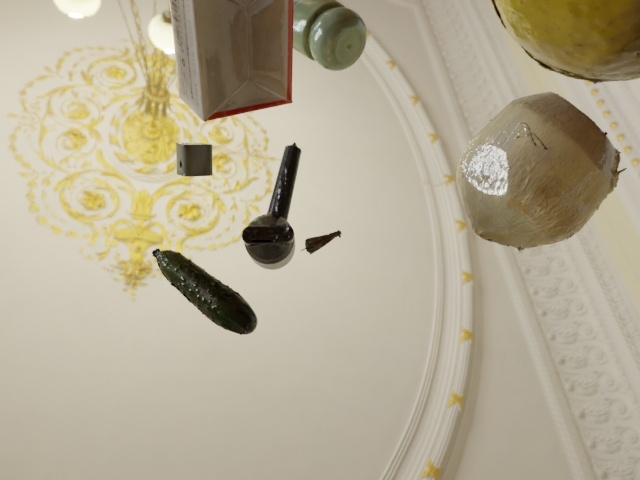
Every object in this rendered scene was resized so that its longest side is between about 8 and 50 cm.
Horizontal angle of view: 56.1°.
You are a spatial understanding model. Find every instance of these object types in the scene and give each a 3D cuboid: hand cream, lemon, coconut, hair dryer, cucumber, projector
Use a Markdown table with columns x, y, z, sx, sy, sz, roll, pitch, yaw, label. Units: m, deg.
| x | y | z | sx | sy | sz | roll | pitch | yaw | label |
| --- | --- | --- | --- | --- | --- | --- | --- | --- | --- |
| -0.049 | -0.372 | 0.968 | 0.147 | 0.093 | 0.306 | -32 | -126 | -19 | hand cream |
| 0.222 | -0.229 | 0.440 | 0.204 | 0.260 | 0.204 | -7 | -119 | 13 | lemon |
| 0.500 | -0.150 | 1.444 | 0.346 | 0.360 | 0.346 | 40 | -166 | -12 | coconut |
| -0.094 | -0.091 | 1.354 | 0.116 | 0.244 | 0.303 | 11 | -98 | -3 | hair dryer |
| -0.199 | 0.082 | 1.017 | 0.227 | 0.069 | 0.069 | 36 | -132 | 14 | cucumber |
| -0.328 | -0.211 | 1.563 | 0.083 | 0.082 | 0.083 | -5 | -166 | -29 | projector |

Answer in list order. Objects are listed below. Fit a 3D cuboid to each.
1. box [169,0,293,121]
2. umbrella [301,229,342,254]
| x | y | z | sx | sy | sz | roll | pitch | yaw | label |
| --- | --- | --- | --- | --- | --- | --- | --- | --- | --- |
| -0.108 | -0.253 | 0.727 | 0.133 | 0.182 | 0.099 | -22 | -136 | -26 | box |
| 0.001 | 0.001 | 1.030 | 0.083 | 0.032 | 0.020 | -21 | -158 | -19 | umbrella |
